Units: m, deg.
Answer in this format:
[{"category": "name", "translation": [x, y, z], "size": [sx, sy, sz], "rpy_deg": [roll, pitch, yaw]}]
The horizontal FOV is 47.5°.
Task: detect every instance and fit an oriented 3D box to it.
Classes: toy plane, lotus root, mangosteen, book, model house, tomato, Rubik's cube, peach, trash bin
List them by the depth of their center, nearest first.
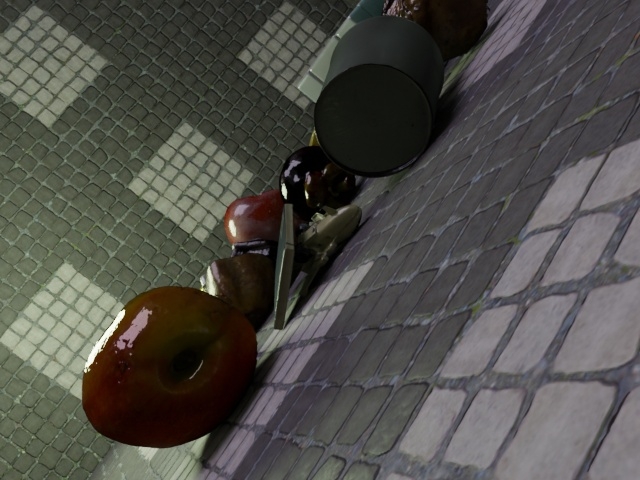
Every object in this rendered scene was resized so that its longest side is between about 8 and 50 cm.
[{"category": "peach", "translation": [-0.294, 0.249, 1.425], "size": [0.373, 0.290, 0.372], "rpy_deg": [-52, 5, 6]}, {"category": "toy plane", "translation": [0.000, 0.000, 1.593], "size": [0.256, 0.104, 0.242], "rpy_deg": [-55, 18, 42]}, {"category": "book", "translation": [-0.081, 0.051, 1.615], "size": [0.269, 0.025, 0.191], "rpy_deg": [-98, 15, -67]}, {"category": "trash bin", "translation": [0.137, -0.335, 1.642], "size": [0.280, 0.280, 0.432], "rpy_deg": [-49, 11, 28]}, {"category": "lotus root", "translation": [0.263, -0.560, 1.829], "size": [0.192, 0.272, 0.272], "rpy_deg": [-28, -6, -31]}, {"category": "lotus root", "translation": [-0.194, 0.153, 1.912], "size": [0.180, 0.199, 0.188], "rpy_deg": [-122, 27, -42]}, {"category": "mangosteen", "translation": [0.004, -0.152, 1.988], "size": [0.250, 0.211, 0.211], "rpy_deg": [13, 62, 48]}, {"category": "model house", "translation": [-0.188, 0.084, 2.103], "size": [0.203, 0.141, 0.164], "rpy_deg": [-10, 61, 27]}, {"category": "Rubik's cube", "translation": [0.176, -0.539, 2.214], "size": [0.319, 0.316, 0.322], "rpy_deg": [-46, 11, 44]}, {"category": "tomato", "translation": [-0.163, -0.044, 2.282], "size": [0.270, 0.227, 0.270], "rpy_deg": [-15, 1, 0]}]

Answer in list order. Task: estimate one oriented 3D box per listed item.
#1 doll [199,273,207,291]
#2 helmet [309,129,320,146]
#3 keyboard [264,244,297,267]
[{"category": "doll", "translation": [-0.284, 0.158, 2.310], "size": [0.237, 0.111, 0.252], "rpy_deg": [-44, -33, 15]}, {"category": "helmet", "translation": [0.065, -0.360, 2.762], "size": [0.257, 0.140, 0.205], "rpy_deg": [-20, 65, 59]}, {"category": "keyboard", "translation": [-0.146, 0.061, 1.982], "size": [0.198, 0.010, 0.064], "rpy_deg": [-18, -41, -10]}]
